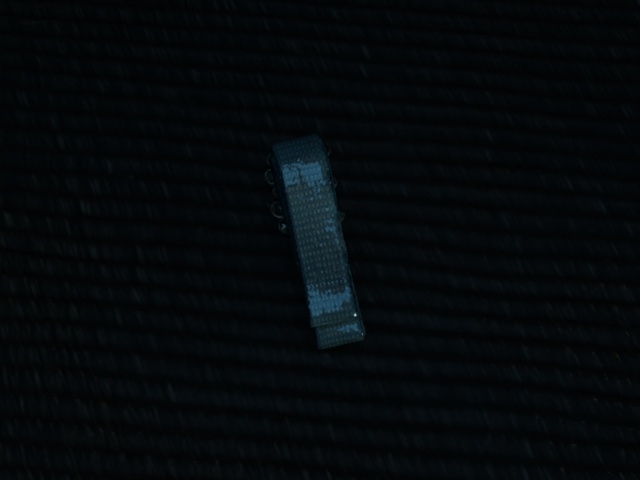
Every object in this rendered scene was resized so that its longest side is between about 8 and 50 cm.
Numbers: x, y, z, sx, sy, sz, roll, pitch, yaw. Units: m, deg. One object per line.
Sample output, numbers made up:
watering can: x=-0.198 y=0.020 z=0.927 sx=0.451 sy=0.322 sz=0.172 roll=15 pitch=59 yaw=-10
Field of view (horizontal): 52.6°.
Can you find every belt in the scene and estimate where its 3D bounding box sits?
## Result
belt: x=-0.005 y=0.001 z=0.561 sx=0.065 sy=0.100 sz=0.179 roll=-11 pitch=91 yaw=-4
